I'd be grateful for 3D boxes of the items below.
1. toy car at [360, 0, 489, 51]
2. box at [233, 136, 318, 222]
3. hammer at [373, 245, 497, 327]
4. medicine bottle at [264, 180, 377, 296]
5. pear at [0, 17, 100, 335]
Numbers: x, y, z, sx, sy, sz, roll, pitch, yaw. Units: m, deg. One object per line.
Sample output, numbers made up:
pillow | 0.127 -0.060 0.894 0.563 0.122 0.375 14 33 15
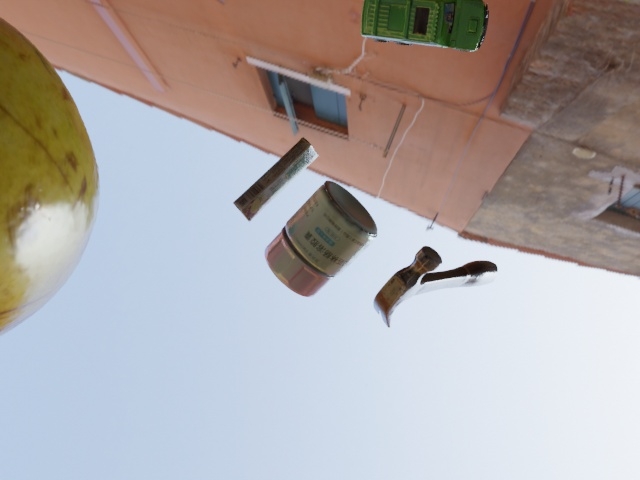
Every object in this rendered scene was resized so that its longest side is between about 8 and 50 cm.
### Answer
toy car | 0.130 -0.284 0.857 0.165 0.062 0.071 15 -66 23
box | -0.092 -0.128 1.399 0.207 0.050 0.041 -44 -125 -4
hammer | 0.177 0.059 0.949 0.137 0.289 0.037 -48 -116 28
medicine bottle | 0.000 0.000 1.149 0.168 0.135 0.135 -45 -103 20
pear | -0.297 -0.038 0.462 0.280 0.281 0.281 -1 -102 4
